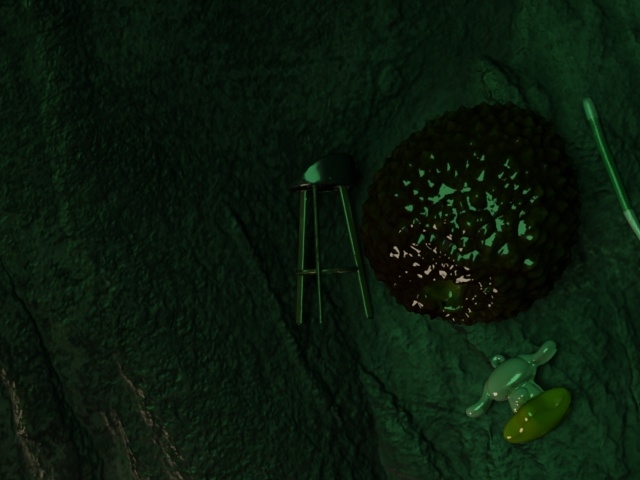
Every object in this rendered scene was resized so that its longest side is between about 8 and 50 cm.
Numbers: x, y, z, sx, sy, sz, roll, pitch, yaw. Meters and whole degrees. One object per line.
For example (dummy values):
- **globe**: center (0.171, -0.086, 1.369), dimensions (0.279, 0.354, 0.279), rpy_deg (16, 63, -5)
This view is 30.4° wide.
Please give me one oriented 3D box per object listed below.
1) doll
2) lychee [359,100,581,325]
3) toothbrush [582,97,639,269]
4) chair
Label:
- **doll**: center (0.239, 0.191, 1.447), dimensions (0.135, 0.071, 0.113), rpy_deg (-19, 72, 24)
- **lychee**: center (0.183, -0.037, 1.393), dimensions (0.267, 0.267, 0.268), rpy_deg (-1, 86, 22)
- **toothbrush**: center (0.366, -0.055, 1.433), dimensions (0.024, 0.018, 0.257), rpy_deg (-22, 80, 26)
- **chair**: center (0.001, 0.000, 1.539), dimensions (0.095, 0.104, 0.222), rpy_deg (-2, 89, 39)
